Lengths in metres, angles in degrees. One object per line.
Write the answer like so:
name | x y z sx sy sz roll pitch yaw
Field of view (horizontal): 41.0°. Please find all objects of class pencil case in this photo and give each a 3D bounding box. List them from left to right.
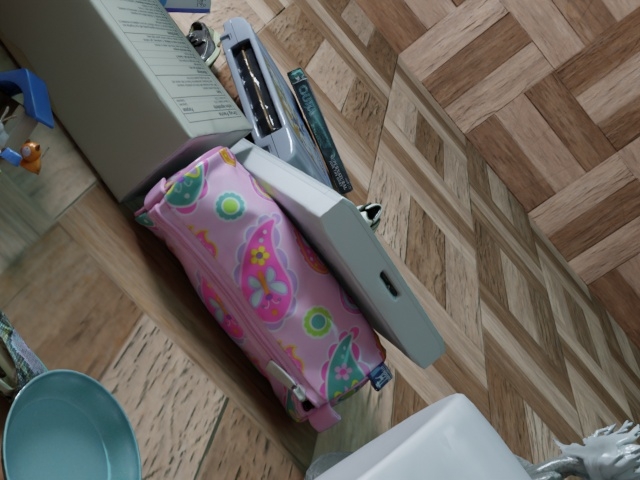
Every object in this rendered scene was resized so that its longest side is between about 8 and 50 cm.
pencil case | -0.056 0.047 0.842 0.284 0.124 0.124 54 20 -3

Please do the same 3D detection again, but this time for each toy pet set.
toy pet set | -0.252 -0.110 0.682 0.122 0.065 0.114 34 -2 5

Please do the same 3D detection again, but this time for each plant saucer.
plant saucer | -0.166 0.145 0.560 0.119 0.021 0.119 46 31 -38

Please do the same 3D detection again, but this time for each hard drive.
hard drive | 0.000 0.000 0.915 0.203 0.040 0.307 55 -9 -28

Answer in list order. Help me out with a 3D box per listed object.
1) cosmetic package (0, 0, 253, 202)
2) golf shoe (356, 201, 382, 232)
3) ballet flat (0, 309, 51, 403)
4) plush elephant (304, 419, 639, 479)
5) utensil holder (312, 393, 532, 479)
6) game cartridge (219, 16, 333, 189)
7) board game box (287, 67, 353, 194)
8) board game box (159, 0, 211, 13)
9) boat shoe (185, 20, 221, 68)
cosmetic package | -0.224 -0.202 0.890 0.309 0.113 0.160 55 21 3
golf shoe | 0.065 -0.022 1.257 0.069 0.086 0.176 51 19 -1
ballet flat | -0.226 0.062 0.571 0.114 0.041 0.041 53 20 2
plush elephant | 0.146 0.305 0.690 0.272 0.330 0.255 -77 146 -73
utensil holder | 0.054 0.308 0.370 0.385 0.328 0.328 56 21 10
game cartridge | -0.053 -0.154 1.195 0.198 0.062 0.297 47 18 -52
board game box | -0.001 -0.170 1.322 0.126 0.026 0.186 -109 175 -70
board game box | -0.191 -0.463 0.988 0.078 0.347 0.233 -7 30 -29
boat shoe | -0.172 -0.267 1.200 0.049 0.056 0.152 36 19 -21
